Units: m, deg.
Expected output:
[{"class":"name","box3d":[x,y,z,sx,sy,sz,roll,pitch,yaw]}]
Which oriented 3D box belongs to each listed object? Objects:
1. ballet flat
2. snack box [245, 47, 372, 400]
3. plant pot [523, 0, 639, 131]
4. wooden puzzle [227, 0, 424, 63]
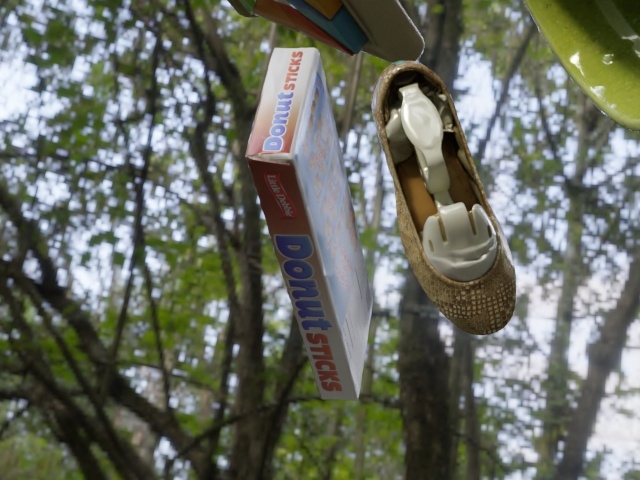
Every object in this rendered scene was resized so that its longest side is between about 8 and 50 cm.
[{"class":"ballet flat","box3d":[0.082,-0.032,0.799,0.073,0.206,0.067,-22,-9,2]},{"class":"snack box","box3d":[0.000,0.000,0.523,0.022,0.064,0.178,1,-39,13]},{"class":"plant pot","box3d":[0.286,-0.257,0.827,0.254,0.276,0.276,-26,-28,-1]},{"class":"wooden puzzle","box3d":[-0.044,-0.244,1.030,0.239,0.044,0.221,23,-15,40]}]
